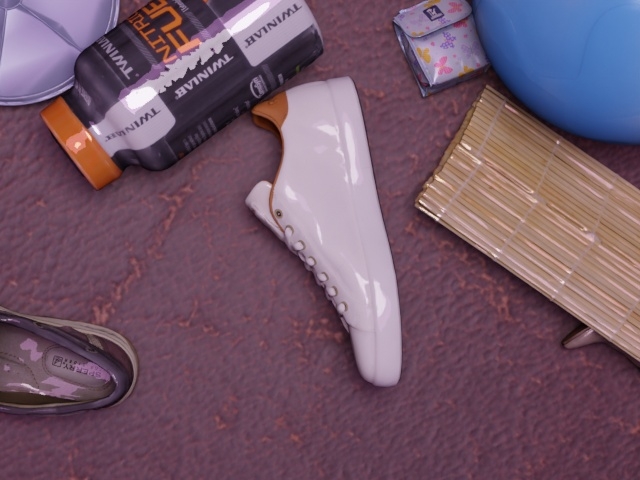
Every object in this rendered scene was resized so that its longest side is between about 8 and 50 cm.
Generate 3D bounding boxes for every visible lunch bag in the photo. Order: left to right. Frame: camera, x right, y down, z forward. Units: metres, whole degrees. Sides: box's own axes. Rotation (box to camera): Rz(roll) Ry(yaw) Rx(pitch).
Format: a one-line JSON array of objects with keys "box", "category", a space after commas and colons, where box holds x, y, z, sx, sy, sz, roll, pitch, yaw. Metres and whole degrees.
[{"box": [0.114, -0.189, 1.221, 0.071, 0.053, 0.083, -22, 82, -8], "category": "lunch bag"}]

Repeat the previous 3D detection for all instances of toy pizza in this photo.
[{"box": [-0.286, -0.223, 1.188, 0.201, 0.032, 0.201, 0, 89, -5], "category": "toy pizza"}]

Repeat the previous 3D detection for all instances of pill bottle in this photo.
[{"box": [-0.128, -0.149, 1.154, 0.246, 0.130, 0.130, -38, 93, -6], "category": "pill bottle"}]

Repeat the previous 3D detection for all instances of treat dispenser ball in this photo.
[{"box": [0.275, -0.226, 1.121, 0.288, 0.288, 0.288, 0, 89, -6], "category": "treat dispenser ball"}]

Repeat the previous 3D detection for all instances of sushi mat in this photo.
[{"box": [0.251, -0.003, 1.220, 0.316, 0.019, 0.151, 35, 66, -2], "category": "sushi mat"}]

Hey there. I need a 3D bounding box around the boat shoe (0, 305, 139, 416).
[{"box": [-0.305, 0.103, 1.147, 0.285, 0.092, 0.102, 10, 88, -6], "category": "boat shoe"}]

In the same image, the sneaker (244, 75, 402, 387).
[{"box": [0.000, 0.000, 1.185, 0.123, 0.106, 0.290, -12, 79, -4], "category": "sneaker"}]

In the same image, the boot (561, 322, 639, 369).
[{"box": [0.301, 0.098, 1.240, 0.118, 0.042, 0.087, -34, 95, -5], "category": "boot"}]
